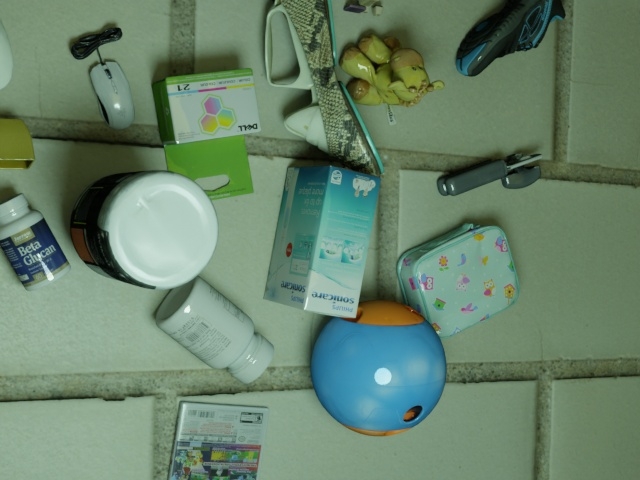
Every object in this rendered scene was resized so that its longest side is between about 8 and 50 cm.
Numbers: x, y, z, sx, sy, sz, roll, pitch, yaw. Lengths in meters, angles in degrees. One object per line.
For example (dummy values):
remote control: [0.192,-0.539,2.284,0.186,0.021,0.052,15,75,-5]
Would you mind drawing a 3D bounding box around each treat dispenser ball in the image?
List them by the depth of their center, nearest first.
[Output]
treat dispenser ball: [0.123,0.268,1.988,0.288,0.288,0.288,-2,93,-27]

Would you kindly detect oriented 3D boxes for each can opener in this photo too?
can opener: [0.413,-0.144,2.231,0.284,0.076,0.095,-21,101,-23]

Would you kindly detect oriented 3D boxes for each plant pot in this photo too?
plant pot: [-0.577,-0.180,1.735,0.081,0.081,0.083,-1,81,-26]

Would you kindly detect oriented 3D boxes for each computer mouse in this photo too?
computer mouse: [-0.408,-0.312,1.829,0.106,0.042,0.192,-24,103,-25]

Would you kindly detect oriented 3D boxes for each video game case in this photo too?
video game case: [-0.214,0.437,1.979,0.201,0.023,0.183,9,88,-28]

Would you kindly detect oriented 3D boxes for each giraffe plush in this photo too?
giraffe plush: [0.166,-0.354,2.042,0.181,0.170,0.210,-37,108,-21]

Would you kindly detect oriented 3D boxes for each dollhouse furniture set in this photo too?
dollhouse furniture set: [0.116,-0.546,2.041,0.091,0.114,0.081,4,87,-24]

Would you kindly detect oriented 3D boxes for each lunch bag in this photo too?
lunch bag: [0.322,0.085,2.180,0.279,0.108,0.224,-23,100,-24]

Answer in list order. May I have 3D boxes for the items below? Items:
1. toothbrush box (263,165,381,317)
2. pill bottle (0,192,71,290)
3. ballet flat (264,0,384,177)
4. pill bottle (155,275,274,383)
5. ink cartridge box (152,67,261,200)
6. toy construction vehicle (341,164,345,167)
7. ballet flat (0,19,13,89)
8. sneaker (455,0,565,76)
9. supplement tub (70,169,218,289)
toothbrush box: [0.000,0.000,1.955,0.126,0.216,0.295,10,89,-26]
pill bottle: [-0.546,0.001,1.748,0.094,0.094,0.169,-32,106,-22]
ballet flat: [-0.017,-0.337,1.981,0.182,0.164,0.482,-17,95,-3]
pill bottle: [-0.209,0.186,1.906,0.229,0.131,0.131,42,75,-22]
ink cartridge box: [-0.219,-0.208,1.900,0.189,0.097,0.255,-12,97,-26]
toy construction vehicle: [0.078,-0.166,2.089,0.086,0.035,0.098,-32,104,-10]
ballet flat: [-0.654,-0.454,1.650,0.139,0.139,0.400,-24,103,-23]
sneaker: [0.458,-0.487,2.209,0.341,0.125,0.139,-46,115,-15]
supplement tub: [-0.335,-0.023,1.716,0.207,0.338,0.207,-2,94,-27]
